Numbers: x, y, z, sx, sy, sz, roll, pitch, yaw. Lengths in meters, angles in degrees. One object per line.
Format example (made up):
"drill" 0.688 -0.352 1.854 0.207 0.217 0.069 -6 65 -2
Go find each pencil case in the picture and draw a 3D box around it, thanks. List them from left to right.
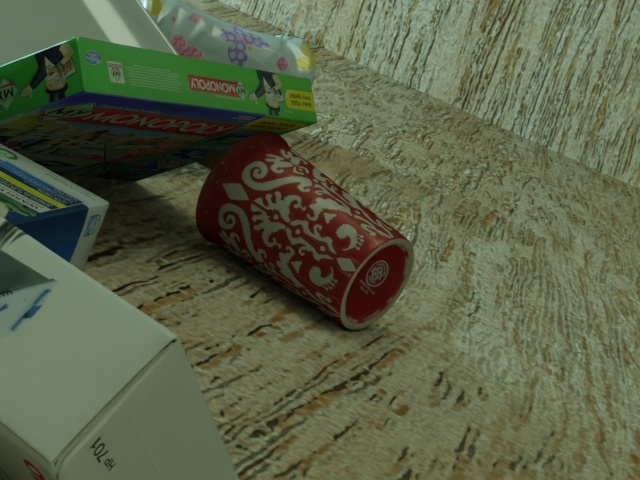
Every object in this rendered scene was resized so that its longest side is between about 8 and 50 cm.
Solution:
"pencil case" -0.141 -0.242 1.977 0.273 0.124 0.113 15 15 -27

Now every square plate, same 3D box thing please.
"square plate" -0.293 -0.216 1.506 0.347 0.049 0.344 -8 57 -54

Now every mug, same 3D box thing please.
"mug" 0.002 -0.008 1.301 0.169 0.113 0.150 35 29 31

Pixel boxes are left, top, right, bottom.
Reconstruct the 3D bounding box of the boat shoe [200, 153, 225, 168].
"boat shoe" -0.129 -0.124 1.651 0.170 0.063 0.059 26 19 17

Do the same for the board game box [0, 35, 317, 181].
"board game box" -0.176 -0.102 1.253 0.213 0.046 0.317 -14 -8 31

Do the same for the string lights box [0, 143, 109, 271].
"string lights box" -0.253 -0.007 0.935 0.133 0.077 0.260 27 14 11

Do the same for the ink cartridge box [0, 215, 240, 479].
"ink cartridge box" -0.142 0.063 0.697 0.191 0.082 0.139 29 -27 28
